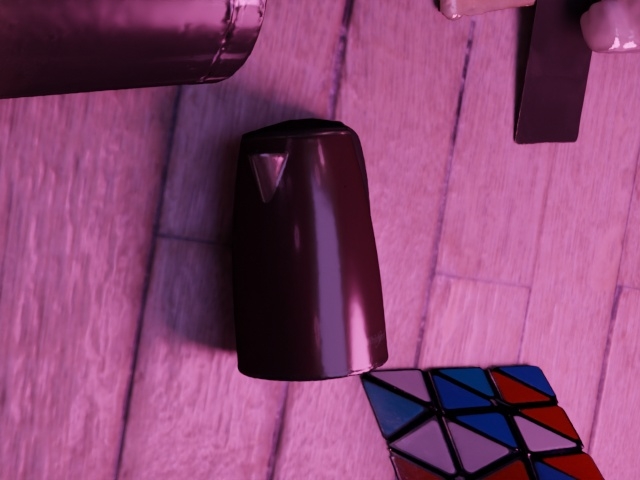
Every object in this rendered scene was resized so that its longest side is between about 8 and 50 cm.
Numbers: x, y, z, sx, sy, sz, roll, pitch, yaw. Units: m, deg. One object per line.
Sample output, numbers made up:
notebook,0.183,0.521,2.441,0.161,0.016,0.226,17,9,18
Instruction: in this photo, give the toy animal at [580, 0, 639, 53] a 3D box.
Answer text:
toy animal,0.404,-0.391,1.144,0.241,0.196,0.368,-25,106,-42

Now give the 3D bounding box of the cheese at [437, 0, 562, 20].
cheese,0.287,-0.323,1.197,0.400,0.034,0.085,-18,109,-33

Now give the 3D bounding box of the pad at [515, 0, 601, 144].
pad,0.285,-0.210,1.206,0.116,0.004,0.193,-5,109,-36

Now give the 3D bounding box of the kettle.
kettle,0.000,0.000,0.964,0.202,0.144,0.232,-12,101,-55

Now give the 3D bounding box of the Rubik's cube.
Rubik's cube,0.242,0.232,1.109,0.250,0.234,0.284,-28,111,-32

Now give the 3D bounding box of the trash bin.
trash bin,-0.215,-0.206,0.732,0.301,0.203,0.252,-12,139,-34
